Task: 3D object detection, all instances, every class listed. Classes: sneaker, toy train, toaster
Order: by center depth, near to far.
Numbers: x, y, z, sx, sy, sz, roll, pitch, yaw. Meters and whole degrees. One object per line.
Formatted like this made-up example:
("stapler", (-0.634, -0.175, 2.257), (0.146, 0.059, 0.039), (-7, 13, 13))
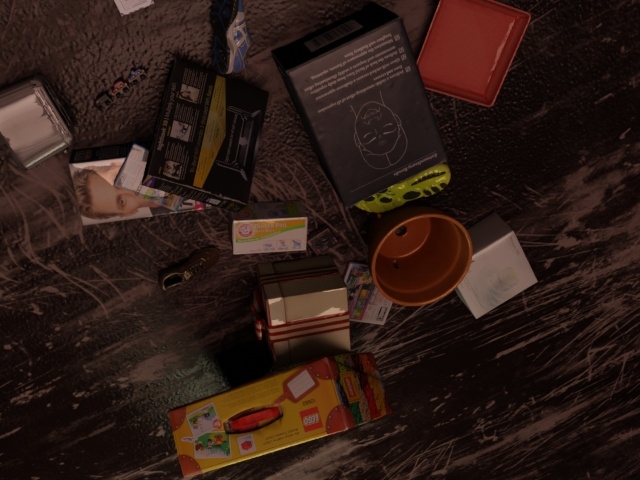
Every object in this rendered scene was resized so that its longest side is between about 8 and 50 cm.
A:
("toaster", (-0.677, -0.286, 1.590), (0.146, 0.129, 0.227), (-26, 119, -4))
("sneaker", (-0.210, -0.504, 1.630), (0.081, 0.080, 0.211), (-14, 120, -47))
("toy train", (-0.482, -0.369, 1.652), (0.158, 0.027, 0.036), (-34, 110, 6))
("sneaker", (0.213, -0.161, 1.900), (0.296, 0.123, 0.109), (-12, 123, 14))
("sneaker", (-0.362, 0.087, 1.905), (0.188, 0.071, 0.066), (-28, 121, 2))

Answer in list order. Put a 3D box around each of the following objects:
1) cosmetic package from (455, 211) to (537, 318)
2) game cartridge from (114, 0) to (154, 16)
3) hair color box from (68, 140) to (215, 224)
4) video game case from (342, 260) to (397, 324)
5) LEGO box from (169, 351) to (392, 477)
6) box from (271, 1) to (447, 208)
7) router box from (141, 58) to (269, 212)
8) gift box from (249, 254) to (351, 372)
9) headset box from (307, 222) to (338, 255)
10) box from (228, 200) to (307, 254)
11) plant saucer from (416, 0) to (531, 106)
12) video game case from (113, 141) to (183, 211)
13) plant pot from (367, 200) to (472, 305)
("cosmetic package", (0.503, 0.077, 2.087), (0.225, 0.138, 0.224), (-33, 121, 3))
("game cartridge", (-0.430, -0.555, 1.569), (0.083, 0.017, 0.056), (-22, 125, -2))
("hair color box", (-0.438, -0.155, 1.734), (0.347, 0.105, 0.173), (-8, 119, -9))
("video game case", (0.142, 0.163, 2.107), (0.184, 0.023, 0.201), (10, 116, -19))
("LEGO box", (-0.102, 0.482, 1.932), (0.500, 0.193, 0.372), (-22, 165, 20))
("box", (0.100, -0.335, 1.713), (0.294, 0.212, 0.395), (-25, 120, -1))
("router box", (-0.270, -0.247, 1.637), (0.243, 0.081, 0.308), (17, 71, -22))
("gift box", (-0.063, 0.218, 1.942), (0.258, 0.255, 0.276), (-7, 110, -9))
("headset box", (0.000, 0.000, 1.974), (0.083, 0.032, 0.062), (-34, 121, 3))
("box", (-0.146, -0.037, 1.869), (0.203, 0.114, 0.103), (-3, 118, -12))
("plant saucer", (0.383, -0.505, 1.789), (0.259, 0.047, 0.258), (11, 115, -19))
("video game case", (-0.402, -0.153, 1.673), (0.166, 0.015, 0.119), (24, 107, -23))
("plant pot", (0.258, 0.012, 1.949), (0.291, 0.203, 0.290), (-6, 119, -11))
